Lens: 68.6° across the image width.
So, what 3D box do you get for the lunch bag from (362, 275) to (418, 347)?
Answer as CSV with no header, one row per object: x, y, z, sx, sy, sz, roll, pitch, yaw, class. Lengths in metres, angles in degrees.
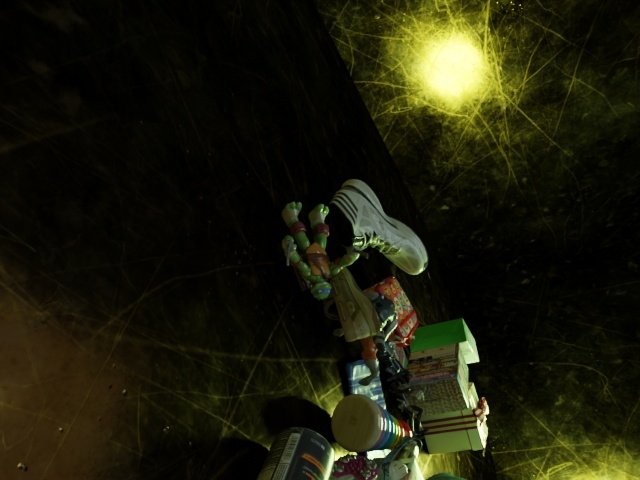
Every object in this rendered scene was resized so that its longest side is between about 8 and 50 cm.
0.263,0.278,1.747,0.258,0.120,0.293,63,22,5,lunch bag

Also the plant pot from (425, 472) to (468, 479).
0.426,0.894,1.525,0.196,0.293,0.292,-137,-158,-76,plant pot

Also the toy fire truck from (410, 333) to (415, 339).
0.356,0.367,2.051,0.192,0.047,0.135,32,43,-60,toy fire truck

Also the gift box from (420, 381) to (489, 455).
0.582,0.765,1.989,0.255,0.258,0.276,0,72,-67,gift box

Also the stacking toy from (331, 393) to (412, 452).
0.166,0.521,1.299,0.330,0.141,0.141,39,38,-50,stacking toy

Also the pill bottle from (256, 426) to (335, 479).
-0.061,0.464,0.826,0.130,0.131,0.245,65,22,-16,pill bottle

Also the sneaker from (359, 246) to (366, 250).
0.138,-0.008,1.808,0.135,0.058,0.052,48,31,-45,sneaker

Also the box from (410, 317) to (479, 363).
0.575,0.490,2.194,0.231,0.262,0.126,52,29,-43,box

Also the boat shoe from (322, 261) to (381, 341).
0.055,0.163,1.324,0.341,0.110,0.121,-130,-161,-64,boat shoe

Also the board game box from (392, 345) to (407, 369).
0.292,0.421,1.872,0.124,0.039,0.259,-35,108,-67,board game box

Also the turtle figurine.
0.000,0.000,1.239,0.274,0.198,0.266,76,-3,-58,turtle figurine

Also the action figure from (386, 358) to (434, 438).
0.333,0.567,1.707,0.164,0.141,0.275,6,69,-55,action figure

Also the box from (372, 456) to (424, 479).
0.186,0.700,1.212,0.148,0.127,0.232,68,28,-11,box

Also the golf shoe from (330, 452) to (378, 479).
0.059,0.604,1.078,0.306,0.116,0.140,-6,104,-72,golf shoe

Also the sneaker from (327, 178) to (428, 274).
0.187,0.006,1.711,0.447,0.169,0.257,46,47,-5,sneaker

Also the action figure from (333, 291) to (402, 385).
0.186,0.293,1.458,0.341,0.179,0.330,52,33,-9,action figure

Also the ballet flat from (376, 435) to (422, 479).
0.207,0.572,1.214,0.188,0.070,0.070,-34,105,-47,ballet flat

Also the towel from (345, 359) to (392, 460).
0.164,0.536,1.449,0.243,0.040,0.335,21,54,-63,towel

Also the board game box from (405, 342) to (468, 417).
0.470,0.564,1.912,0.141,0.232,0.291,69,22,-8,board game box
